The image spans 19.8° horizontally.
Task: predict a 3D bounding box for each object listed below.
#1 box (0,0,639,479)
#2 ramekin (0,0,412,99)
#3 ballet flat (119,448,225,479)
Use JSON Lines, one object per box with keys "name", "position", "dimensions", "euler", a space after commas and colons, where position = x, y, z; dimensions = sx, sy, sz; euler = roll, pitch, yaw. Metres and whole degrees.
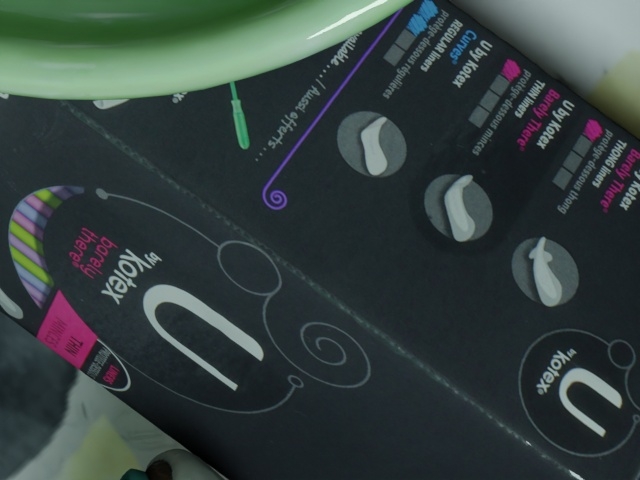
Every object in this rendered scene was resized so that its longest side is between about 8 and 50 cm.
{"name": "box", "position": [0.000, 0.000, 0.702], "dimensions": [0.270, 0.143, 0.165], "euler": [36, 147, -1]}
{"name": "ramekin", "position": [-0.048, -0.192, 0.524], "dimensions": [0.303, 0.148, 0.303], "euler": [1, 95, 9]}
{"name": "ballet flat", "position": [-0.069, 0.194, 0.813], "dimensions": [0.139, 0.139, 0.400], "euler": [37, 149, -1]}
